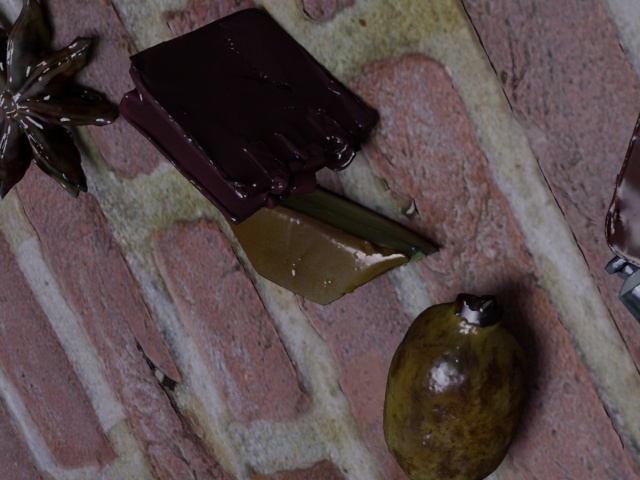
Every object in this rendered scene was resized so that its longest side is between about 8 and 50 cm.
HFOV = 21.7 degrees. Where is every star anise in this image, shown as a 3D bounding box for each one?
[{"bbox_3d":[-0.367,-0.173,2.053,0.288,0.088,0.288,6,104,28],"label":"star anise"}]

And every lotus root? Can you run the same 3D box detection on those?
[{"bbox_3d":[0.143,0.153,1.741,0.145,0.128,0.260,23,131,15],"label":"lotus root"}]

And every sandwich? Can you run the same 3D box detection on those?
[{"bbox_3d":[0.000,0.000,1.814,0.258,0.094,0.096,26,124,28],"label":"sandwich"}]

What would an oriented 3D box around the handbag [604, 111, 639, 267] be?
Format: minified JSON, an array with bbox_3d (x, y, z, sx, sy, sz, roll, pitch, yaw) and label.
[{"bbox_3d":[0.402,-0.053,1.447,0.276,0.084,0.260,31,126,26],"label":"handbag"}]

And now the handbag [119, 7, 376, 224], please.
[{"bbox_3d":[-0.077,-0.130,1.743,0.216,0.203,0.074,45,141,16],"label":"handbag"}]

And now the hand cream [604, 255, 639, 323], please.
[{"bbox_3d":[0.372,0.115,1.576,0.271,0.058,0.091,51,138,2],"label":"hand cream"}]
